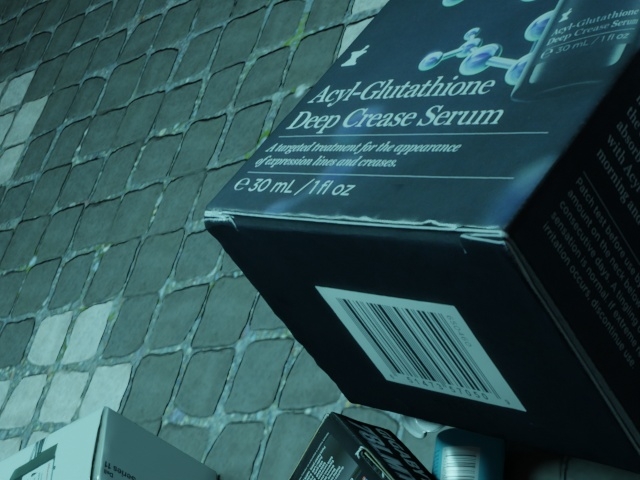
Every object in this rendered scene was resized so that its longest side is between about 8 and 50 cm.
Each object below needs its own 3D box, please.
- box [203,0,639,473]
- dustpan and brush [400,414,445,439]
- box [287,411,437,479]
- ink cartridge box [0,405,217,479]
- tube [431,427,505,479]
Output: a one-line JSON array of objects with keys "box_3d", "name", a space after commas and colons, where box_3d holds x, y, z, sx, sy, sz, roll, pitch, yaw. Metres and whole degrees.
[{"box_3d": [0.171, -0.075, 0.886, 0.294, 0.212, 0.395, 4, 48, 51], "name": "box"}, {"box_3d": [0.107, 0.091, 1.017, 0.147, 0.060, 0.211, -27, 30, -11], "name": "dustpan and brush"}, {"box_3d": [0.021, 0.316, 0.875, 0.295, 0.073, 0.293, -60, 36, 8], "name": "box"}, {"box_3d": [-0.218, 0.253, 1.176, 0.208, 0.153, 0.086, -29, 40, 29], "name": "ink cartridge box"}, {"box_3d": [0.098, 0.239, 0.915, 0.080, 0.052, 0.207, -25, 46, 48], "name": "tube"}]
